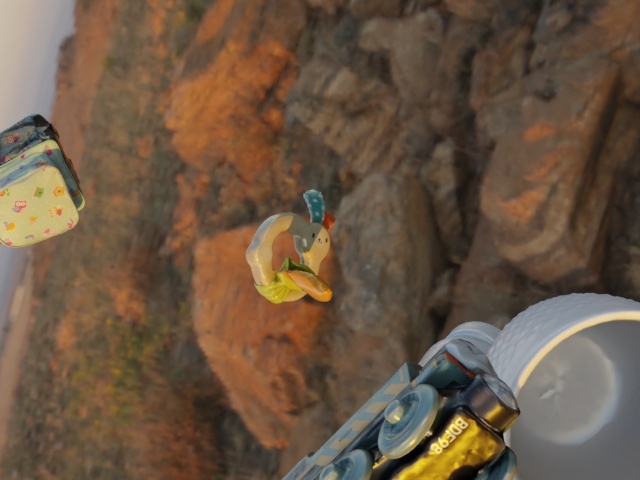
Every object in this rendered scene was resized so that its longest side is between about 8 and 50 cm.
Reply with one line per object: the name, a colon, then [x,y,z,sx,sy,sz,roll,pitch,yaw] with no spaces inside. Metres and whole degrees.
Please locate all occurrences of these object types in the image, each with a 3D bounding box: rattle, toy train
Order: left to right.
rattle: [0.000,0.000,1.593,0.199,0.130,0.142,-36,8,-40]
toy train: [0.055,0.235,1.102,0.334,0.142,0.190,-48,14,13]

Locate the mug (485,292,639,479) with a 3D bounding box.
mug: [0.359,0.229,1.366,0.276,0.374,0.328,-51,4,2]

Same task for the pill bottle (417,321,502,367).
pill bottle: [0.217,0.257,1.856,0.283,0.160,0.160,-44,-14,-52]

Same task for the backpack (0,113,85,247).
backpack: [-0.464,-0.074,1.711,0.166,0.188,0.144,75,172,-48]
